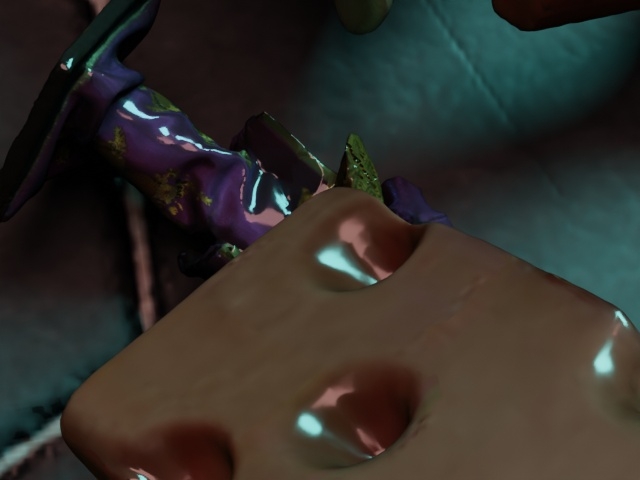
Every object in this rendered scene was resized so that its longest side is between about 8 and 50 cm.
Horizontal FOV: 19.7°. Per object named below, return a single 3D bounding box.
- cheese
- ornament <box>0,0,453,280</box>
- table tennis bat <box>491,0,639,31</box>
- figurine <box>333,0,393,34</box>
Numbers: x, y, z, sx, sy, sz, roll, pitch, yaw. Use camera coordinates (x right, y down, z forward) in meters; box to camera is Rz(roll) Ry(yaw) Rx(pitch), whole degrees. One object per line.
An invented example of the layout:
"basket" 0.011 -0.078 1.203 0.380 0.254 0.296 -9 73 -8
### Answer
"cheese" 0.053 0.082 0.479 0.128 0.177 0.203 -38 96 -21
"ornament" 0.000 -0.006 0.613 0.203 0.088 0.081 26 41 -6
"table tennis bat" 0.245 -0.130 0.662 0.415 0.051 0.268 -11 68 -23
"figurine" -0.062 -0.224 0.645 0.332 0.185 0.204 27 101 3
